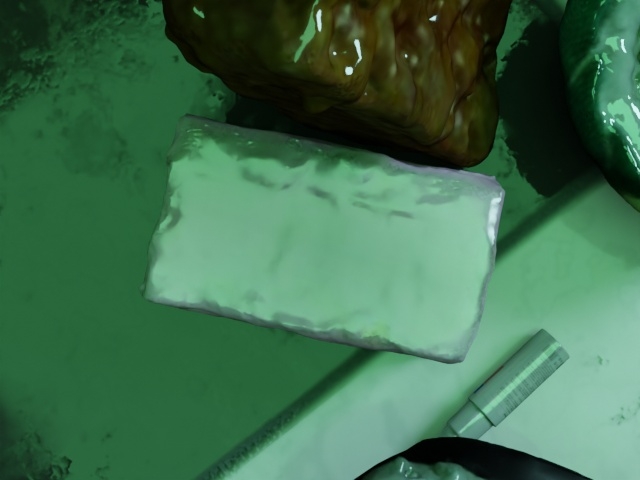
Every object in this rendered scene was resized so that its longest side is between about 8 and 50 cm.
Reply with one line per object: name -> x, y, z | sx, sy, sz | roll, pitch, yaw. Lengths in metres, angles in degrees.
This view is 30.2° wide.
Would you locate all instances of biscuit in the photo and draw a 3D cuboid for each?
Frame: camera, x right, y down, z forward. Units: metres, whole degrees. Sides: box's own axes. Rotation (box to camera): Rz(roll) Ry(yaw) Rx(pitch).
biscuit -> 0.038, -0.266, 0.841 | 0.166, 0.343, 0.394 | 9, 86, 30

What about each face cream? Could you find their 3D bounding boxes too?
face cream -> 0.148, 0.129, 0.981 | 0.130, 0.034, 0.034 | -44, 89, -3

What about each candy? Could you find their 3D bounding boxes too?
candy -> 0.000, 0.000, 0.945 | 0.265, 0.116, 0.155 | 12, 90, 1

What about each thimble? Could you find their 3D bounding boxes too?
thimble -> 0.316, -0.127, 0.896 | 0.254, 0.167, 0.288 | -13, 102, 22

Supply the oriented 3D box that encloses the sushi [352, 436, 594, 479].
sushi -> 0.076, 0.331, 0.867 | 0.328, 0.285, 0.328 | 20, 66, -6
